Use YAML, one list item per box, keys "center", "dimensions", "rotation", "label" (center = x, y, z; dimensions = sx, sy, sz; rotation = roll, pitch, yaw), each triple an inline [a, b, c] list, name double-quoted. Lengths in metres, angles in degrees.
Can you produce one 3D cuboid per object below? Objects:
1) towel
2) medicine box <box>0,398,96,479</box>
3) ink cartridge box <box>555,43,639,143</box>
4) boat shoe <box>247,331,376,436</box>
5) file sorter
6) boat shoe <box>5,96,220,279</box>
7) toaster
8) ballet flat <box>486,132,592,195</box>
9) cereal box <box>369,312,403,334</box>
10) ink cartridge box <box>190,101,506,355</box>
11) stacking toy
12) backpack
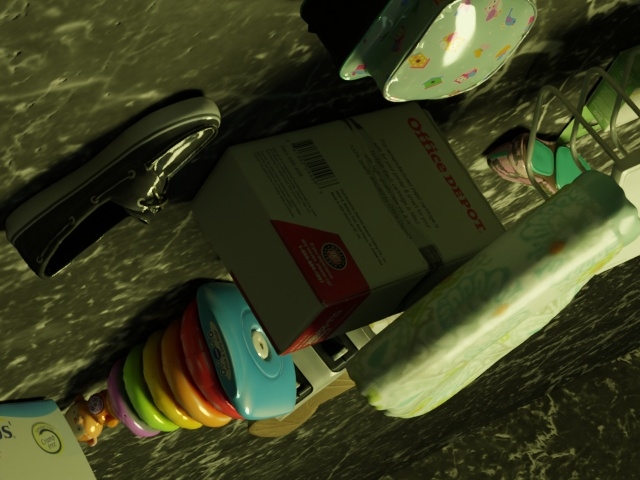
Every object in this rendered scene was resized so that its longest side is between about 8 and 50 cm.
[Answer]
- center: [0.186, 0.071, 1.607]
  dimensions: [0.320, 0.090, 0.374]
  rotation: [-40, 169, 0]
  label: "towel"
- center: [-0.458, 0.327, 1.786]
  dimensions: [0.289, 0.149, 0.263]
  rotation: [-39, 161, 23]
  label: "medicine box"
- center: [0.427, -0.191, 2.026]
  dimensions: [0.171, 0.056, 0.235]
  rotation: [-23, 158, -27]
  label: "ink cartridge box"
- center: [-0.020, 0.196, 2.256]
  dimensions: [0.103, 0.092, 0.285]
  rotation: [10, 141, -36]
  label: "boat shoe"
- center: [0.413, -0.127, 1.826]
  dimensions: [0.278, 0.173, 0.193]
  rotation: [-23, 147, -18]
  label: "file sorter"
- center: [-0.180, -0.043, 1.379]
  dimensions: [0.228, 0.076, 0.080]
  rotation: [-32, 162, 0]
  label: "boat shoe"
- center: [-0.022, 0.139, 2.000]
  dimensions: [0.168, 0.110, 0.185]
  rotation: [-36, -176, 3]
  label: "toaster"
- center: [0.290, -0.097, 2.029]
  dimensions: [0.079, 0.076, 0.221]
  rotation: [-4, 170, 34]
  label: "ballet flat"
- center: [0.091, 0.151, 2.386]
  dimensions: [0.240, 0.047, 0.173]
  rotation: [-8, 151, -51]
  label: "cereal box"
- center: [0.034, -0.019, 1.596]
  dimensions: [0.273, 0.197, 0.114]
  rotation: [-17, 158, -38]
  label: "ink cartridge box"
- center: [-0.199, 0.179, 1.872]
  dimensions: [0.302, 0.175, 0.166]
  rotation: [-24, 168, 21]
  label: "stacking toy"
- center: [0.104, -0.211, 1.301]
  dimensions: [0.188, 0.144, 0.166]
  rotation: [-18, 153, -44]
  label: "backpack"
